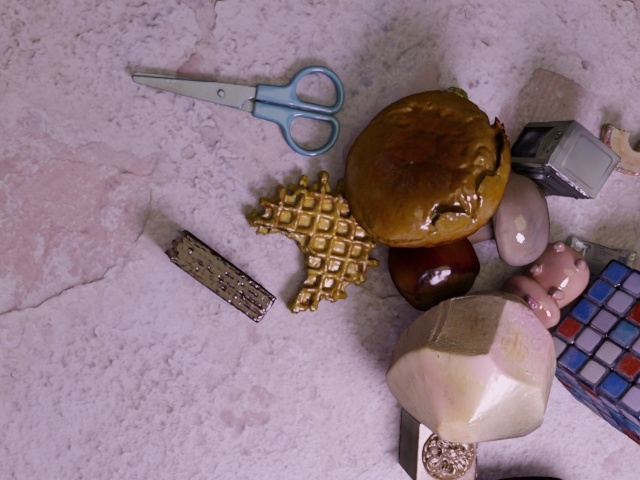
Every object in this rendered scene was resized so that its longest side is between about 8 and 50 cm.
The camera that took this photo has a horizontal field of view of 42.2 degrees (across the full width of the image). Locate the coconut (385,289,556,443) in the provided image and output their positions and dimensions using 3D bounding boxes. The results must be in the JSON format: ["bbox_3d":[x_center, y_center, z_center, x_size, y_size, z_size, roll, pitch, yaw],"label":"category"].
[{"bbox_3d":[0.313,0.275,1.728,0.352,0.352,0.353,-2,97,-14],"label":"coconut"}]

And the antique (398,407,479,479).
[{"bbox_3d":[0.271,0.461,1.875,0.152,0.148,0.147,1,95,-12],"label":"antique"}]

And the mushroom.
[{"bbox_3d":[0.400,-0.039,1.842,0.215,0.207,0.207,-13,102,22],"label":"mushroom"}]

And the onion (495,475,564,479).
[{"bbox_3d":[0.465,0.754,1.907,0.398,0.420,0.398,6,51,-7],"label":"onion"}]

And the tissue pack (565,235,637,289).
[{"bbox_3d":[0.664,0.066,1.989,0.193,0.026,0.123,13,93,-16],"label":"tissue pack"}]

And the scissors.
[{"bbox_3d":[-0.167,-0.298,1.728,0.447,0.029,0.193,8,94,-15],"label":"scissors"}]

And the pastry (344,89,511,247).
[{"bbox_3d":[0.211,-0.143,1.688,0.356,0.164,0.356,-5,76,20],"label":"pastry"}]

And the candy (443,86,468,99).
[{"bbox_3d":[0.342,-0.271,1.859,0.194,0.062,0.058,40,42,-24],"label":"candy"}]

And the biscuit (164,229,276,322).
[{"bbox_3d":[-0.210,0.071,1.722,0.252,0.106,0.070,38,85,-16],"label":"biscuit"}]

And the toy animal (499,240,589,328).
[{"bbox_3d":[0.497,0.115,1.889,0.250,0.154,0.166,-45,63,3],"label":"toy animal"}]

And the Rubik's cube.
[{"bbox_3d":[0.712,0.266,1.846,0.293,0.287,0.292,-48,133,-6],"label":"Rubik's cube"}]

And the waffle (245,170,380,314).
[{"bbox_3d":[0.000,0.000,1.789,0.259,0.069,0.293,-29,104,-9],"label":"waffle"}]

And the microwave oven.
[{"bbox_3d":[0.525,-0.173,1.832,0.163,0.205,0.129,36,87,-15],"label":"microwave oven"}]

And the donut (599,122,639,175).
[{"bbox_3d":[0.726,-0.207,1.952,0.166,0.065,0.108,11,94,-16],"label":"donut"}]

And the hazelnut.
[{"bbox_3d":[0.234,0.045,1.807,0.208,0.208,0.208,-2,97,-14],"label":"hazelnut"}]
